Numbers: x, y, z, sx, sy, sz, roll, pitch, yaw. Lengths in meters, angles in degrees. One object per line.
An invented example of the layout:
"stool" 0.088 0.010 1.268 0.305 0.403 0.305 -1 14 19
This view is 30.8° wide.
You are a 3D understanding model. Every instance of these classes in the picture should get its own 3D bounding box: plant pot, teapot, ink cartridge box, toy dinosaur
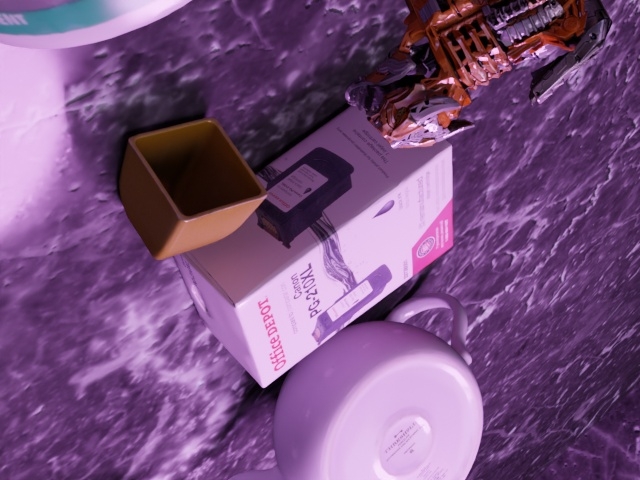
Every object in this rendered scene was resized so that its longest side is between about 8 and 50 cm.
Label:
"plant pot" -0.106 -0.031 0.885 0.081 0.081 0.083 -20 156 -38
"teapot" 0.046 0.190 1.297 0.256 0.187 0.253 0 104 -32
"ink cartridge box" 0.000 0.000 1.042 0.237 0.100 0.172 -36 151 -14
"toy dinosaur" 0.135 -0.210 0.800 0.322 0.218 0.164 -36 151 -13

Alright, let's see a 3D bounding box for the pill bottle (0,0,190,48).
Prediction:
"pill bottle" -0.149 -0.241 0.392 0.204 0.204 0.361 -42 152 -4
